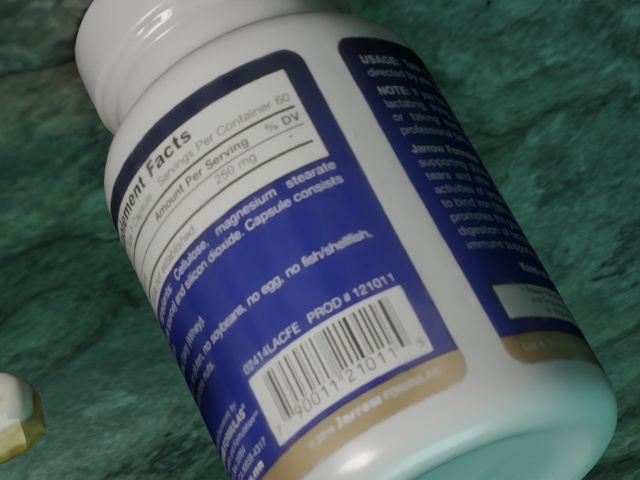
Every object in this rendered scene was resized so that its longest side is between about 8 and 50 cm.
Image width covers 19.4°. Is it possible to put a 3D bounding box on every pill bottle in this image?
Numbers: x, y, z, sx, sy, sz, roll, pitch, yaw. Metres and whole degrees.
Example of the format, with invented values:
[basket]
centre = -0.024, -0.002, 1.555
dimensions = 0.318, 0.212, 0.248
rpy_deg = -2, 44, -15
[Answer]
[pill bottle]
centre = 0.000, 0.000, 0.786
dimensions = 0.153, 0.264, 0.153
rpy_deg = -21, 153, -11

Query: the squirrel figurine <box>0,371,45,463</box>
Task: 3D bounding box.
[squirrel figurine]
centre = -0.274, 0.123, 0.596
dimensions = 0.370, 0.397, 0.281
rpy_deg = 8, 132, -37
